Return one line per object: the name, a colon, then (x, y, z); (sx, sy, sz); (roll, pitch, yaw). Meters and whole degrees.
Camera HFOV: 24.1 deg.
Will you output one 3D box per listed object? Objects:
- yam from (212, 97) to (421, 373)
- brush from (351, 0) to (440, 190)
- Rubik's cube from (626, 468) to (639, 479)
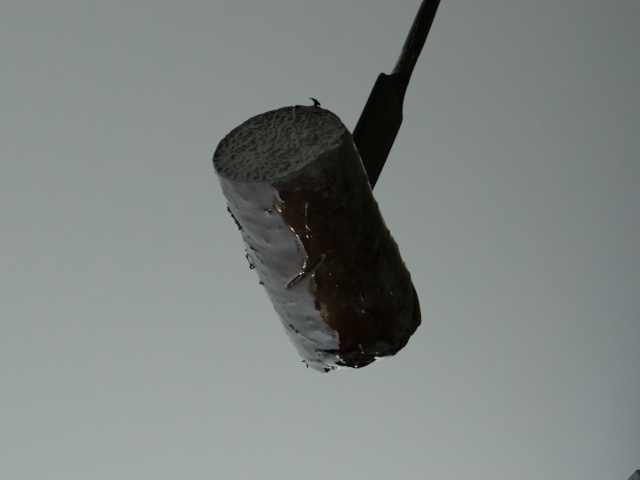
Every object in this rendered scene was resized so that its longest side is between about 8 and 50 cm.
yam: (0.001, 0.001, 0.780); (0.141, 0.079, 0.079); (66, -145, -36)
brush: (0.053, -0.110, 1.099); (0.193, 0.016, 0.063); (-64, -25, -21)
Rubik's cube: (0.360, 0.291, 1.577); (0.111, 0.093, 0.111); (28, -125, -48)
